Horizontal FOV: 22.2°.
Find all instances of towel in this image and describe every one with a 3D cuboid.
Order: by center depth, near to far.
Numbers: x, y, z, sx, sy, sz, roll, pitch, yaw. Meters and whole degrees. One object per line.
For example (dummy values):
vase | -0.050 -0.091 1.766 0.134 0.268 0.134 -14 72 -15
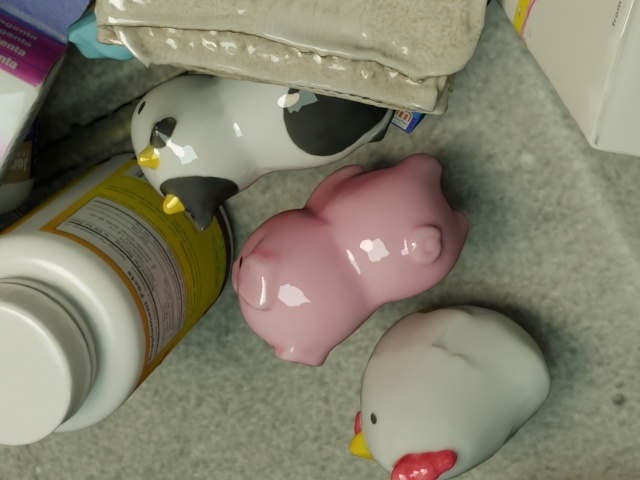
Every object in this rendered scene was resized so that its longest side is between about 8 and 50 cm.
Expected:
towel | 0.001 -0.209 0.783 0.187 0.049 0.282 9 84 -8

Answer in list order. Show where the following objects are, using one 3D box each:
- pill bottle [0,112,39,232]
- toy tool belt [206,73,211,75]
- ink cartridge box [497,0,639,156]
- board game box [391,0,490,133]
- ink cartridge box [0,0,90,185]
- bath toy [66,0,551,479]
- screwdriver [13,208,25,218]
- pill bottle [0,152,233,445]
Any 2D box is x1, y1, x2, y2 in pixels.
pill bottle | -0.223 -0.069 0.964 0.112 0.112 0.186 8 101 14
toy tool belt | -0.062 -0.077 0.962 0.051 0.052 0.083 13 113 3
ink cartridge box | 0.190 -0.148 0.731 0.171 0.232 0.168 8 116 -11
board game box | 0.035 -0.188 0.890 0.160 0.047 0.210 31 116 4
ink cartridge box | -0.321 -0.095 0.862 0.324 0.071 0.330 27 99 -8
bath toy | 0.000 0.000 0.894 0.151 0.129 0.348 -17 115 35
screwdriver | -0.189 -0.014 1.048 0.024 0.025 0.170 -37 104 25
pill bottle | -0.136 0.033 0.935 0.117 0.215 0.117 6 112 16
